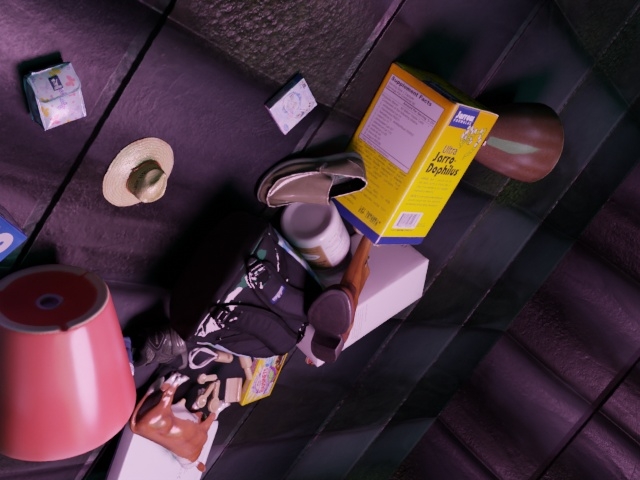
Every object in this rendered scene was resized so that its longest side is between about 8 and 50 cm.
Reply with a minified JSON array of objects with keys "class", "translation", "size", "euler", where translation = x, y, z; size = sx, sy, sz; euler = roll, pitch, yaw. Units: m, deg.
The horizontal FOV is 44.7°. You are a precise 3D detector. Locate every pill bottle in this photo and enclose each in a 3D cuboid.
[{"class":"pill bottle","translation":[0.000,0.000,1.780],"size":[0.131,0.131,0.229],"euler":[-43,150,-8]}]

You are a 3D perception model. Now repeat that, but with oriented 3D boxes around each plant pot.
[{"class":"plant pot","translation":[-0.454,0.192,1.322],"size":[0.275,0.275,0.243],"euler":[-21,131,-38]},{"class":"plant pot","translation":[0.474,-0.268,2.031],"size":[0.231,0.215,0.215],"euler":[2,125,-36]}]

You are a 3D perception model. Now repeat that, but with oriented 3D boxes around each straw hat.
[{"class":"straw hat","translation":[-0.300,-0.101,1.350],"size":[0.145,0.061,0.144],"euler":[-32,146,-25]}]

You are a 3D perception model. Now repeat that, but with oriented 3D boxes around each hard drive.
[{"class":"hard drive","translation":[-0.392,0.542,1.935],"size":[0.319,0.040,0.210],"euler":[24,84,-59]}]

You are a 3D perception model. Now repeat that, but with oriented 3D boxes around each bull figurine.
[{"class":"bull figurine","translation":[-0.326,0.430,1.842],"size":[0.188,0.101,0.310],"euler":[-59,146,-15]}]

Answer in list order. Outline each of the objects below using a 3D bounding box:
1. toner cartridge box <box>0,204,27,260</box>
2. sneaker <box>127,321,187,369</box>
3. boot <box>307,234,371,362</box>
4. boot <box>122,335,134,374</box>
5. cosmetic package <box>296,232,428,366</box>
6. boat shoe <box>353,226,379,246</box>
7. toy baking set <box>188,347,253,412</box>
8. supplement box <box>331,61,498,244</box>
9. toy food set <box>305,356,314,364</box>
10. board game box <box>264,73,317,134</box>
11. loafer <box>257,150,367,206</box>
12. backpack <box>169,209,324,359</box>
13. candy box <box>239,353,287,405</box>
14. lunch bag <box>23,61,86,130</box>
[{"class":"toner cartridge box","translation":[-0.615,0.055,1.116],"size":[0.348,0.075,0.165],"euler":[-43,148,-8]},{"class":"sneaker","translation":[-0.349,0.230,1.661],"size":[0.130,0.087,0.227],"euler":[-7,164,-8]},{"class":"boot","translation":[0.071,0.096,1.706],"size":[0.264,0.096,0.280],"euler":[86,26,-51]},{"class":"boot","translation":[-0.467,0.239,1.538],"size":[0.190,0.086,0.069],"euler":[-2,142,-15]},{"class":"cosmetic package","translation":[0.073,0.126,1.958],"size":[0.366,0.197,0.155],"euler":[-32,146,-27]},{"class":"boat shoe","translation":[0.203,-0.112,1.950],"size":[0.285,0.089,0.105],"euler":[-52,149,7]},{"class":"toy baking set","translation":[-0.233,0.286,1.829],"size":[0.197,0.030,0.256],"euler":[-35,121,-51]},{"class":"supplement box","translation":[0.196,-0.187,1.750],"size":[0.195,0.194,0.356],"euler":[-1,126,-51]},{"class":"toy food set","translation":[-0.001,0.341,2.285],"size":[0.122,0.019,0.077],"euler":[-2,128,-51]},{"class":"board game box","translation":[-0.057,-0.264,1.512],"size":[0.090,0.020,0.090],"euler":[-45,150,-6]},{"class":"loafer","translation":[-0.010,-0.122,1.636],"size":[0.251,0.087,0.094],"euler":[-18,141,-17]},{"class":"backpack","translation":[-0.139,0.113,1.651],"size":[0.356,0.273,0.290],"euler":[34,88,-44]},{"class":"candy box","translation":[-0.151,0.354,2.104],"size":[0.105,0.027,0.205],"euler":[-10,133,-42]},{"class":"lunch bag","translation":[-0.385,-0.211,1.125],"size":[0.071,0.053,0.083],"euler":[-28,135,-33]}]
